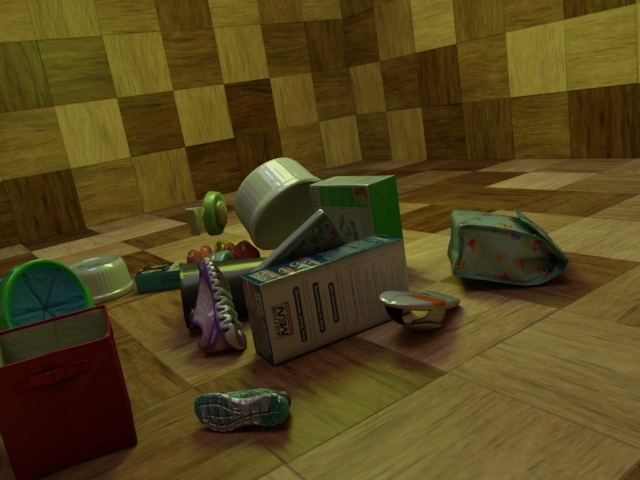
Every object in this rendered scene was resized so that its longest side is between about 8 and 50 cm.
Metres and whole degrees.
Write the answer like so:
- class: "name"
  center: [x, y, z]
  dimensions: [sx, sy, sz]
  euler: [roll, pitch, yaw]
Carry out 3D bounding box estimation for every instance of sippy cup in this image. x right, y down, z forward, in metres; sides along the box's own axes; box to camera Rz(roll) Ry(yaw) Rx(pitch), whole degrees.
- class: "sippy cup"
  center: [-0.725, 0.179, 1.365]
  dimensions: [0.224, 0.305, 0.240]
  euler: [-14, 55, 27]

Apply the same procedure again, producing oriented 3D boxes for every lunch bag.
- class: "lunch bag"
  center: [0.450, 0.011, 1.372]
  dimensions: [0.262, 0.160, 0.223]
  euler: [5, 13, 9]

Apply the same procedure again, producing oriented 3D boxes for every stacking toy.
- class: "stacking toy"
  center: [-0.265, 0.009, 1.607]
  dimensions: [0.130, 0.279, 0.309]
  euler: [0, 16, 9]

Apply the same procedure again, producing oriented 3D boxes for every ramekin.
- class: "ramekin"
  center: [-0.125, -0.116, 1.703]
  dimensions: [0.277, 0.277, 0.135]
  euler: [-20, 56, -37]
- class: "ramekin"
  center: [-0.699, 0.120, 1.766]
  dimensions: [0.207, 0.109, 0.207]
  euler: [-9, 14, 2]

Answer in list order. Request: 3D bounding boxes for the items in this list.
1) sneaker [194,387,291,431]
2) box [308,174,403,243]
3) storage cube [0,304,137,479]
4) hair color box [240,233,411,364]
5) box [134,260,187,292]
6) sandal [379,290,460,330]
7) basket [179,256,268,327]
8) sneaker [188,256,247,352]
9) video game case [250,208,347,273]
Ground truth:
- class: "sneaker"
  center: [-0.123, 0.272, 0.925]
  dimensions: [0.166, 0.065, 0.076]
  euler: [-2, -1, 14]
- class: "box"
  center: [0.105, -0.045, 1.593]
  dimensions: [0.231, 0.262, 0.127]
  euler: [6, 21, 45]
- class: "storage cube"
  center: [-0.421, 0.241, 0.935]
  dimensions: [0.184, 0.193, 0.215]
  euler: [-15, 14, -21]
- class: "hair color box"
  center: [0.021, 0.113, 1.195]
  dimensions: [0.347, 0.174, 0.105]
  euler: [-16, 15, -28]
- class: "box"
  center: [-0.440, 0.106, 1.757]
  dimensions: [0.244, 0.060, 0.100]
  euler: [-8, 14, 5]
- class: "sandal"
  center: [0.214, 0.149, 1.162]
  dimensions: [0.102, 0.076, 0.265]
  euler: [13, 4, 38]
- class: "basket"
  center: [-0.223, 0.119, 1.398]
  dimensions: [0.227, 0.154, 0.204]
  euler: [-8, 15, -9]
- class: "sneaker"
  center: [-0.245, 0.146, 1.239]
  dimensions: [0.104, 0.236, 0.095]
  euler: [-25, -31, 4]
- class: "video game case"
  center: [-0.030, 0.063, 1.246]
  dimensions: [0.212, 0.193, 0.023]
  euler: [-43, 44, -6]
